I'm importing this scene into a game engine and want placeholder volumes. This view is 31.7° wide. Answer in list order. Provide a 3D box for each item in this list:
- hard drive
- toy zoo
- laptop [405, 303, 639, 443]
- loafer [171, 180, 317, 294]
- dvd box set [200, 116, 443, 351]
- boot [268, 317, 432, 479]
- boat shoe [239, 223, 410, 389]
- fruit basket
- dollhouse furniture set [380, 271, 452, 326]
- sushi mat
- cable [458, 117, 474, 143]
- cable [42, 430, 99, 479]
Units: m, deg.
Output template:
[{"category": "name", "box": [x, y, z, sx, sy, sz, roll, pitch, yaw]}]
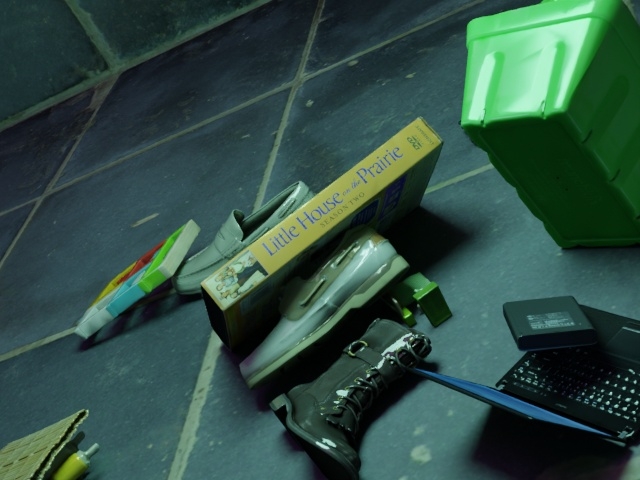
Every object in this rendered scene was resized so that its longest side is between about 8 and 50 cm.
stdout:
[{"category": "hard drive", "box": [0.283, 0.101, 1.406, 0.094, 0.022, 0.135, -6, 15, 3]}, {"category": "toy zoo", "box": [-0.366, 0.087, 2.169, 0.293, 0.030, 0.192, -35, 16, 26]}, {"category": "laptop", "box": [0.282, 0.139, 1.337, 0.264, 0.136, 0.234, -41, 28, -19]}, {"category": "loafer", "box": [-0.143, -0.006, 2.074, 0.319, 0.111, 0.112, -29, 26, 6]}, {"category": "dvd box set", "box": [0.000, 0.000, 1.780, 0.420, 0.062, 0.307, -38, -12, -11]}, {"category": "boot", "box": [0.057, 0.200, 1.524, 0.229, 0.091, 0.263, -37, 24, -9]}, {"category": "boat shoe", "box": [-0.012, 0.100, 1.696, 0.302, 0.103, 0.113, -40, -10, -3]}, {"category": "fruit basket", "box": [0.380, -0.217, 1.593, 0.283, 0.392, 0.392, -2, 38, 45]}, {"category": "dollhouse furniture set", "box": [0.137, 0.076, 1.691, 0.076, 0.058, 0.151, -34, 26, -7]}, {"category": "sushi mat", "box": [-0.484, 0.357, 1.816, 0.316, 0.019, 0.151, -28, 22, 48]}, {"category": "cable", "box": [0.343, -0.242, 2.054, 0.184, 0.047, 0.150, -31, 21, 7]}, {"category": "cable", "box": [-0.459, 0.412, 1.726, 0.139, 0.072, 0.287, -3, 37, 50]}]
